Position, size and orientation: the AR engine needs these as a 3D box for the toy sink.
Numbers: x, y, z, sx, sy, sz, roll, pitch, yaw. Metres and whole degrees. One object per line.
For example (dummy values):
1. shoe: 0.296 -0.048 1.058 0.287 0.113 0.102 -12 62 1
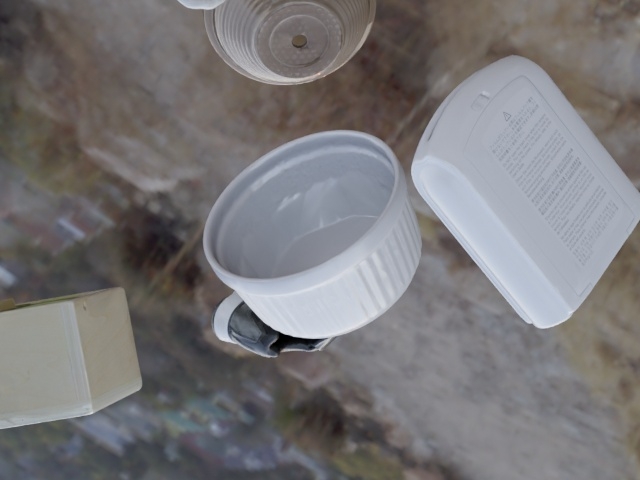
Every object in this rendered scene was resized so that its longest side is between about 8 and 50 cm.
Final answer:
1. toy sink: -0.339 0.129 1.520 0.234 0.131 0.153 -10 -179 14

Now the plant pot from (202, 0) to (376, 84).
1. plant pot: -0.037 -0.293 1.845 0.237 0.109 0.237 -5 129 -6

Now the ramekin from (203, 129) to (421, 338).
1. ramekin: 0.000 0.000 1.355 0.207 0.207 0.109 9 142 38

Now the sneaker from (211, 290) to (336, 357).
1. sneaker: 0.004 0.072 1.527 0.106 0.234 0.078 33 136 46

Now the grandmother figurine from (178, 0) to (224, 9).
1. grandmother figurine: -0.076 -0.297 1.396 0.208 0.104 0.342 17 175 -27

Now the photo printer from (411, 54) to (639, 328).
1. photo printer: 0.269 -0.076 1.832 0.307 0.256 0.107 49 146 -13
